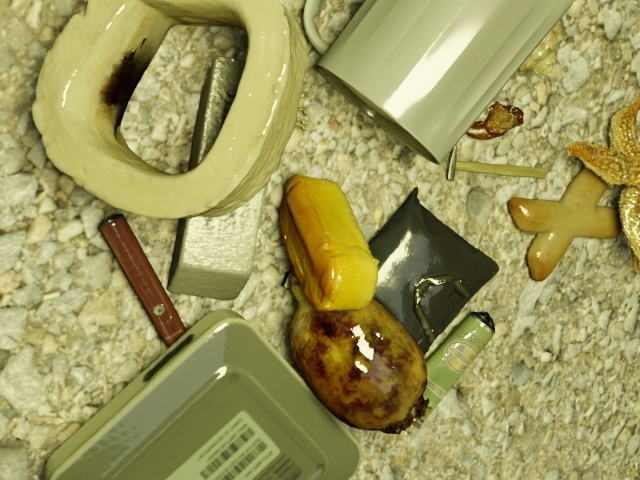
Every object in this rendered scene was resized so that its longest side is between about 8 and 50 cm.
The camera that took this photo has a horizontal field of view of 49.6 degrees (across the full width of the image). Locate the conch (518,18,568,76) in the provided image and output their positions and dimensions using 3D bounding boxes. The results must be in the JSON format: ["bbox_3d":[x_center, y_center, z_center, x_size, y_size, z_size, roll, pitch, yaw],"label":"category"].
[{"bbox_3d":[0.298,-0.340,1.115,0.155,0.130,0.207,-38,90,-27],"label":"conch"}]

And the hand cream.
[{"bbox_3d":[0.219,0.217,1.199,0.086,0.055,0.235,41,89,-17],"label":"hand cream"}]

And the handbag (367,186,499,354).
[{"bbox_3d":[0.148,0.074,1.134,0.211,0.089,0.254,43,84,-9],"label":"handbag"}]

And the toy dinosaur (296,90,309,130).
[{"bbox_3d":[-0.049,-0.211,1.061,0.060,0.029,0.119,4,93,-4],"label":"toy dinosaur"}]

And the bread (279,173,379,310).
[{"bbox_3d":[0.000,0.000,1.001,0.094,0.245,0.102,4,131,-26],"label":"bread"}]

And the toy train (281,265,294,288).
[{"bbox_3d":[-0.015,0.039,1.095,0.064,0.044,0.103,23,89,-11],"label":"toy train"}]

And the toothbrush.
[{"bbox_3d":[-0.226,0.124,1.026,0.041,0.041,0.364,-29,110,-15],"label":"toothbrush"}]

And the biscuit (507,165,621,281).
[{"bbox_3d":[0.447,-0.039,1.251,0.208,0.047,0.164,-27,103,-16],"label":"biscuit"}]

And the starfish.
[{"bbox_3d":[0.555,-0.075,1.223,0.301,0.084,0.293,-32,105,-44],"label":"starfish"}]

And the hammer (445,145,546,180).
[{"bbox_3d":[0.309,-0.128,1.206,0.199,0.013,0.062,2,96,-21],"label":"hammer"}]

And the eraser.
[{"bbox_3d":[-0.137,-0.082,1.014,0.111,0.077,0.352,9,94,-22],"label":"eraser"}]

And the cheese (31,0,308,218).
[{"bbox_3d":[-0.179,-0.194,0.884,0.292,0.153,0.332,31,94,6],"label":"cheese"}]

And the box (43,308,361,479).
[{"bbox_3d":[-0.156,0.340,1.036,0.367,0.090,0.373,-43,115,-9],"label":"box"}]

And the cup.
[{"bbox_3d":[0.152,-0.330,1.000,0.323,0.237,0.326,39,97,16],"label":"cup"}]

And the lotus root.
[{"bbox_3d":[0.051,0.171,1.035,0.169,0.141,0.314,-39,93,2],"label":"lotus root"}]

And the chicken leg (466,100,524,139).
[{"bbox_3d":[0.285,-0.200,1.177,0.145,0.037,0.062,-21,81,-17],"label":"chicken leg"}]
